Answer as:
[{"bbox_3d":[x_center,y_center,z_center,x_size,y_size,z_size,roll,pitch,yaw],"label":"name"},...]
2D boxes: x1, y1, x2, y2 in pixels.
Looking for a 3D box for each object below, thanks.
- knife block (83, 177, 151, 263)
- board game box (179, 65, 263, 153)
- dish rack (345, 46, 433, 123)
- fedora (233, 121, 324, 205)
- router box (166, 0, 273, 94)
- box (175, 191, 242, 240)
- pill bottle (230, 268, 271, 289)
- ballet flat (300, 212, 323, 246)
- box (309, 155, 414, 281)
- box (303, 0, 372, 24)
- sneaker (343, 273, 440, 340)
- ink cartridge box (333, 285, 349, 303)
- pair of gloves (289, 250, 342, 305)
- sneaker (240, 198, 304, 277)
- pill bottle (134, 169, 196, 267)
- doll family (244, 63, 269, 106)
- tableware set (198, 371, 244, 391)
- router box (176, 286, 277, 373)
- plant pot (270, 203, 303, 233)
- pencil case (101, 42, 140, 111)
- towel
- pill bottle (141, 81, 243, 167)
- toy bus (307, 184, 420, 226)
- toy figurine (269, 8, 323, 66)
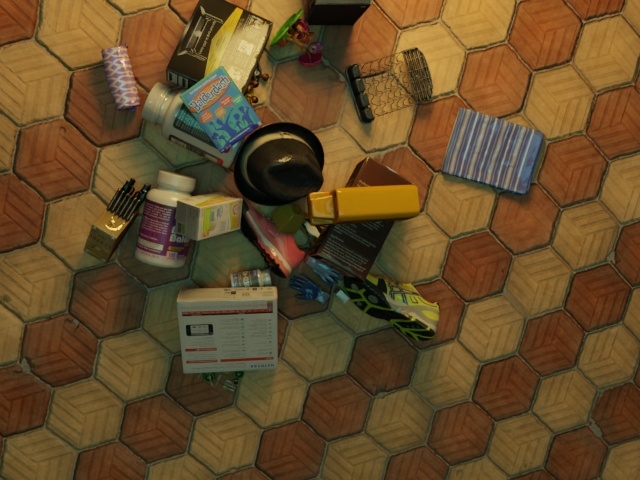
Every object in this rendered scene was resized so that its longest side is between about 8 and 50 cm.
[{"bbox_3d":[-0.675,-0.080,1.898,0.088,0.242,0.275,33,139,-10],"label":"knife block"},{"bbox_3d":[-0.299,-0.396,1.709,0.160,0.047,0.210,-35,104,5],"label":"board game box"},{"bbox_3d":[0.242,-0.536,1.925,0.272,0.074,0.208,-19,102,-5],"label":"dish rack"},{"bbox_3d":[-0.108,-0.220,1.829,0.334,0.152,0.333,-16,128,-22],"label":"fedora"},{"bbox_3d":[-0.316,-0.602,1.787,0.243,0.081,0.308,22,74,-9],"label":"router box"},{"bbox_3d":[-0.358,-0.083,1.825,0.103,0.203,0.114,19,111,29],"label":"box"},{"bbox_3d":[-0.243,0.141,1.977,0.137,0.078,0.078,-10,100,-5],"label":"pill bottle"},{"bbox_3d":[0.000,0.000,1.983,0.080,0.073,0.232,-45,102,0],"label":"ballet flat"},{"bbox_3d":[0.136,-0.070,1.912,0.191,0.143,0.381,30,82,-10],"label":"box"},{"bbox_3d":[0.041,-0.841,1.732,0.183,0.296,0.293,-5,100,-6],"label":"box"},{"bbox_3d":[0.256,0.209,2.035,0.385,0.145,0.147,34,54,-1],"label":"sneaker"},{"bbox_3d":[0.076,0.196,2.019,0.028,0.083,0.048,-44,102,2],"label":"ink cartridge box"},{"bbox_3d":[-0.015,0.140,2.014,0.159,0.023,0.198,31,107,-2],"label":"pair of gloves"},{"bbox_3d":[-0.174,-0.025,1.959,0.136,0.116,0.313,-38,99,-24],"label":"sneaker"},{"bbox_3d":[-0.503,-0.073,1.864,0.170,0.169,0.301,13,98,-8],"label":"pill bottle"},{"bbox_3d":[-0.242,-0.510,1.871,0.112,0.076,0.192,18,94,-4],"label":"doll family"},{"bbox_3d":[-0.361,0.487,2.049,0.154,0.024,0.103,25,96,-10],"label":"tableware set"},{"bbox_3d":[-0.317,0.312,1.956,0.336,0.082,0.300,-1,116,-7],"label":"router box"},{"bbox_3d":[-0.104,-0.081,1.919,0.081,0.081,0.083,5,143,-44],"label":"plant pot"},{"bbox_3d":[-0.642,-0.522,1.814,0.087,0.088,0.205,-12,100,-12],"label":"pencil case"},{"bbox_3d":[0.621,-0.315,2.020,0.336,0.040,0.243,14,97,-9],"label":"towel"},{"bbox_3d":[-0.402,-0.378,1.821,0.319,0.176,0.176,26,96,-10],"label":"pill bottle"},{"bbox_3d":[0.132,-0.110,1.776,0.333,0.130,0.108,-4,87,-14],"label":"toy bus"},{"bbox_3d":[-0.053,-0.646,1.839,0.159,0.173,0.130,37,57,-23],"label":"toy figurine"}]
